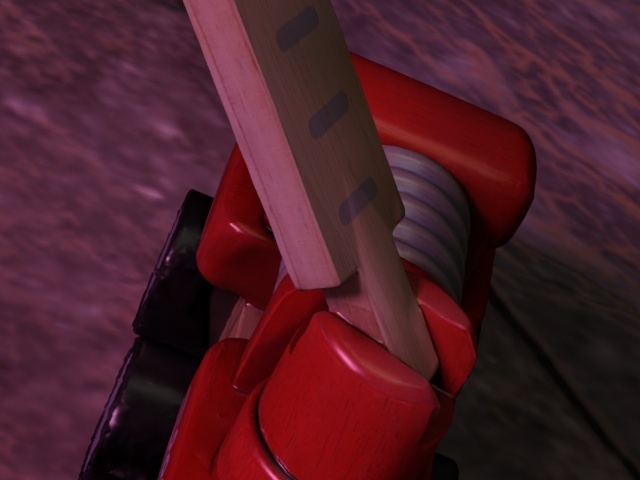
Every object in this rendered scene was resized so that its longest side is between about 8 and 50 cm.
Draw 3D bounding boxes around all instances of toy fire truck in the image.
[{"bbox_3d":[0.000,0.000,0.541,0.158,0.246,0.217,23,40,-7],"label":"toy fire truck"}]
